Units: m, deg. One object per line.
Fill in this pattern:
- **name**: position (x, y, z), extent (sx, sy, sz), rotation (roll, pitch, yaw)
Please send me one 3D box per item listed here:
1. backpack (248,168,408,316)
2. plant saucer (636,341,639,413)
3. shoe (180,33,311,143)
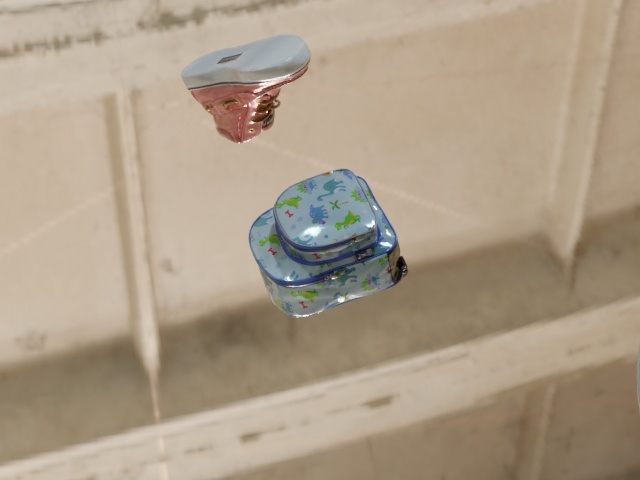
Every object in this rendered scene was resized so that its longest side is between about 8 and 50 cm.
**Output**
- **backpack**: position (0.000, 0.000, 1.250), extent (0.114, 0.105, 0.084), rotation (-23, -43, -3)
- **plant saucer**: position (0.386, 0.155, 1.262), extent (0.318, 0.317, 0.044), rotation (10, -29, -24)
- **shoe**: position (-0.058, -0.144, 1.446), extent (0.178, 0.063, 0.081), rotation (-1, -53, 50)
